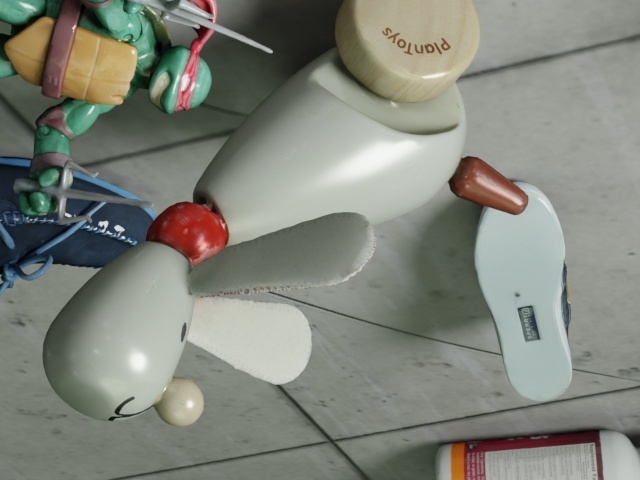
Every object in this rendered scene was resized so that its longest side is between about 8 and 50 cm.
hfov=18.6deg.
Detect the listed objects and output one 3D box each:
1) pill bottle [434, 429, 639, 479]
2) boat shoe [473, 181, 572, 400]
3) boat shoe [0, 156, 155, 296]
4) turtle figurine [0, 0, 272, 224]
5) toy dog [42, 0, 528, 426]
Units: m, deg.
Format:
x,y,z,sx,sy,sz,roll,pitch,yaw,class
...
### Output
x,y,z,sx,sy,sz,roll,pitch,yaw,class
0.216,0.230,1.718,0.221,0.121,0.121,-6,150,8,pill bottle
0.147,0.023,1.421,0.065,0.083,0.183,-6,123,7,boat shoe
-0.241,-0.002,1.328,0.258,0.089,0.109,8,149,-15,boat shoe
-0.150,-0.102,1.125,0.234,0.118,0.175,15,116,-2,turtle figurine
0.000,0.000,1.133,0.161,0.334,0.220,39,170,4,toy dog
